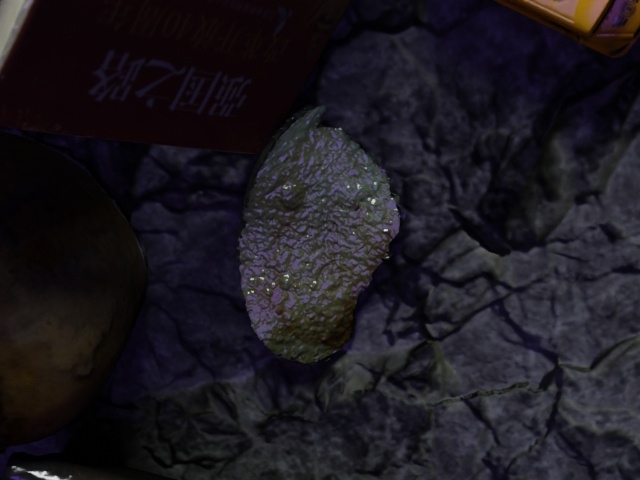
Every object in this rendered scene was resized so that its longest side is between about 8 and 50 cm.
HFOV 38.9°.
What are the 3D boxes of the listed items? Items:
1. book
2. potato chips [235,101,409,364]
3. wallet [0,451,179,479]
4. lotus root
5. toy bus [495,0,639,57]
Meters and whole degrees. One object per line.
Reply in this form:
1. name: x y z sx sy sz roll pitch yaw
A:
1. book: -0.029 -0.218 0.527 0.028 0.262 0.374 40 112 25
2. potato chips: 0.000 0.000 0.707 0.142 0.026 0.209 -15 108 4
3. wallet: -0.084 0.228 0.730 0.321 0.170 0.044 15 77 2
4. lotus root: -0.282 0.053 0.686 0.272 0.192 0.272 2 117 5
5. toy bus: 0.149 -0.181 0.601 0.162 0.074 0.069 25 109 -2
